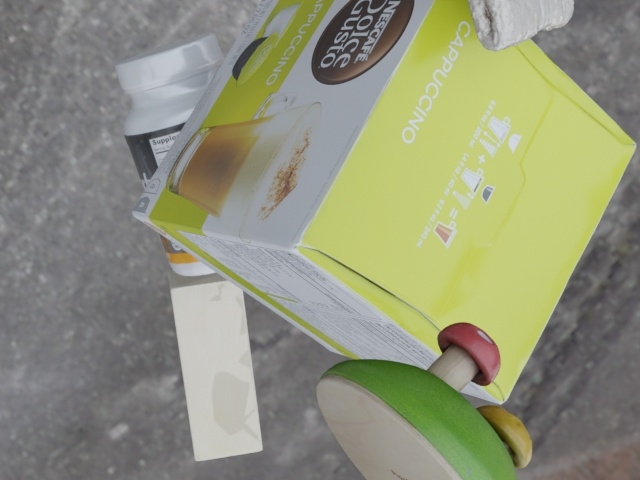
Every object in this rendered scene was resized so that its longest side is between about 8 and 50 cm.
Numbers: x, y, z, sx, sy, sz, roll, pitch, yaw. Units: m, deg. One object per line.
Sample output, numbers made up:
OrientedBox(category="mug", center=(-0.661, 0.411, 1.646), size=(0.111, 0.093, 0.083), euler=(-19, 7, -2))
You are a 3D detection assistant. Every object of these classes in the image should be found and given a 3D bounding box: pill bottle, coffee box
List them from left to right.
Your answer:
OrientedBox(category="pill bottle", center=(-0.153, -0.108, 1.678), size=(0.162, 0.162, 0.278), euler=(-25, 104, -29))
OrientedBox(category="coffee box", center=(0.071, -0.067, 1.474), size=(0.338, 0.334, 0.337), euler=(37, 75, -33))

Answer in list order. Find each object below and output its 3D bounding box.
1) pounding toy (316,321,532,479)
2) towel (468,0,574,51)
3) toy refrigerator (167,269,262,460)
OrientedBox(category="pounding toy", center=(0.115, 0.147, 0.939), size=(0.110, 0.237, 0.183), euler=(-41, 151, -19))
OrientedBox(category="towel", center=(0.171, -0.330, 1.275), size=(0.187, 0.049, 0.282), euler=(-29, 109, -53))
OrientedBox(category="toy refrigerator", center=(-0.153, 0.173, 1.935), size=(0.102, 0.094, 0.269), euler=(-9, 108, -6))
